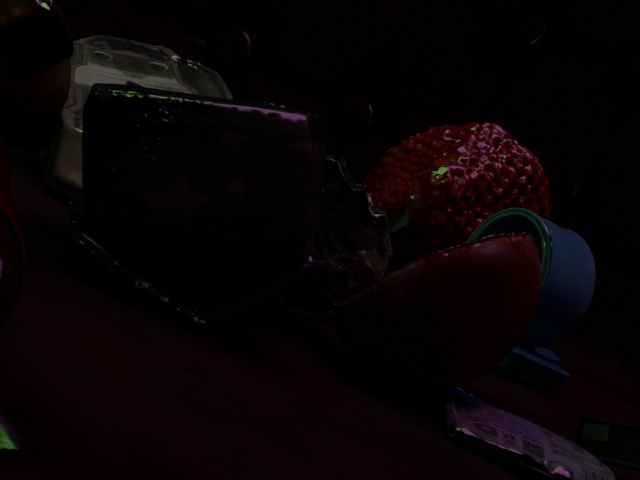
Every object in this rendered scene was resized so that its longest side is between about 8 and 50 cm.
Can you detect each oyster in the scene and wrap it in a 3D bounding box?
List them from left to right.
[{"bbox_3d":[0.000,0.000,1.007,0.064,0.177,0.125,-29,41,-30],"label":"oyster"}]

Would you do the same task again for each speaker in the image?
[{"bbox_3d":[0.320,0.190,1.056,0.191,0.040,0.046,6,-11,40],"label":"speaker"}]

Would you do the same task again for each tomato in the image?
[{"bbox_3d":[0.103,0.066,0.962,0.189,0.173,0.099,81,-12,-80],"label":"tomato"}]

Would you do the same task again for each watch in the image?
[{"bbox_3d":[0.256,0.066,1.515,0.211,0.193,0.211,25,4,-2],"label":"watch"}]

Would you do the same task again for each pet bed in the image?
[{"bbox_3d":[-0.091,-0.026,0.879,0.183,0.159,0.211,5,7,-12],"label":"pet bed"}]

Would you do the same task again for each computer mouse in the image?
[{"bbox_3d":[-0.181,-0.083,1.148,0.199,0.115,0.389,6,32,-15],"label":"computer mouse"}]

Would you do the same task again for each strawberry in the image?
[{"bbox_3d":[0.164,-0.025,1.710,0.267,0.312,0.351,67,22,5],"label":"strawberry"}]

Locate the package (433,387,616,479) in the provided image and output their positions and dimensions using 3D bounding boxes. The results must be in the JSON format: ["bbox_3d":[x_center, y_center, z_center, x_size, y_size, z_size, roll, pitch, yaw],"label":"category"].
[{"bbox_3d":[0.170,0.164,0.960,0.171,0.027,0.173,24,4,-2],"label":"package"}]

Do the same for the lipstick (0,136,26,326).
[{"bbox_3d":[-0.181,-0.015,0.564,0.080,0.080,0.241,26,5,-19],"label":"lipstick"}]

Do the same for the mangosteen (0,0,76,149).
[{"bbox_3d":[-0.252,-0.166,0.717,0.302,0.275,0.275,29,4,32],"label":"mangosteen"}]

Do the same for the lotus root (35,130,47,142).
[{"bbox_3d":[-0.314,-0.172,1.329,0.138,0.119,0.235,29,2,17],"label":"lotus root"}]
